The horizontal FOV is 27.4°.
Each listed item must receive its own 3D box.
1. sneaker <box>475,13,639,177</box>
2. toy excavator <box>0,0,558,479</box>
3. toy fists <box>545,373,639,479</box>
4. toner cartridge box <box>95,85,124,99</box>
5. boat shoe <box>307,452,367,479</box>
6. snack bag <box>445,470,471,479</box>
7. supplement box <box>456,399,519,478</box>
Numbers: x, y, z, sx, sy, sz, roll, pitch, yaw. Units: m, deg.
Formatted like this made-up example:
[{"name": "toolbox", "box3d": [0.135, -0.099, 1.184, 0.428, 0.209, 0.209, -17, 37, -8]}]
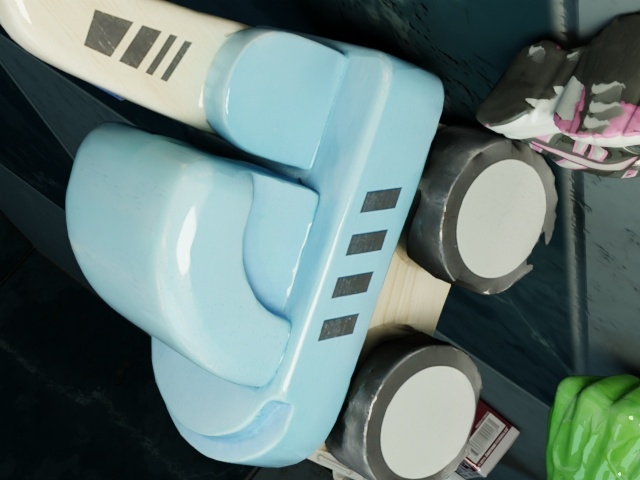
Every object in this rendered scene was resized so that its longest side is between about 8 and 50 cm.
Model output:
[{"name": "sneaker", "box3d": [0.156, -0.066, 0.673, 0.077, 0.072, 0.178, 32, 179, -19]}, {"name": "toy excavator", "box3d": [-0.073, -0.077, 0.817, 0.445, 0.433, 0.222, 14, -173, -39]}, {"name": "toy fists", "box3d": [0.295, 0.197, 1.005, 0.279, 0.096, 0.142, 32, 135, 35]}, {"name": "toner cartridge box", "box3d": [-0.278, -0.277, 1.129, 0.165, 0.075, 0.348, 31, 164, 38]}, {"name": "boat shoe", "box3d": [0.051, 0.286, 1.700, 0.258, 0.084, 0.095, 39, 177, -39]}, {"name": "snack bag", "box3d": [0.085, 0.239, 1.775, 0.323, 0.037, 0.342, 38, 178, -23]}, {"name": "supplement box", "box3d": [0.117, 0.188, 1.596, 0.239, 0.073, 0.130, 39, 169, 5]}]
